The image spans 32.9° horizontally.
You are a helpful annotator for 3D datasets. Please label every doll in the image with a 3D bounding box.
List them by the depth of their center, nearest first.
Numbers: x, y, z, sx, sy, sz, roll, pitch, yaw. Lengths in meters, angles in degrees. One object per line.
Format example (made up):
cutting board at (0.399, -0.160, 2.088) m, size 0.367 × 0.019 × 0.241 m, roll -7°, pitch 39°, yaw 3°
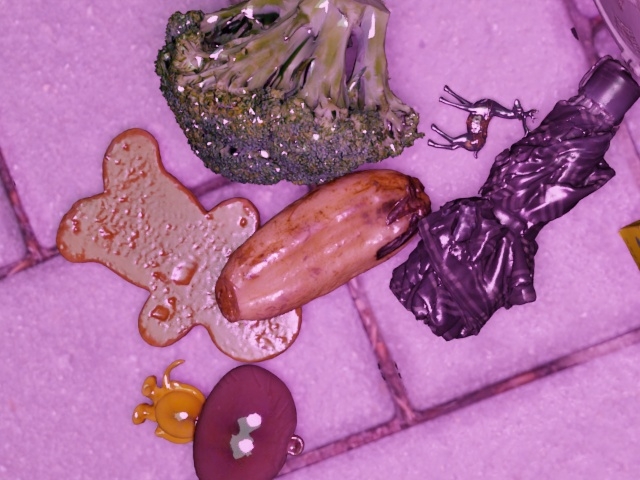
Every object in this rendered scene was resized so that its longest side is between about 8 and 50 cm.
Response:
doll at (-0.108, 0.195, 1.205) m, size 0.188 × 0.096 × 0.145 m, roll 39°, pitch 90°, yaw 15°

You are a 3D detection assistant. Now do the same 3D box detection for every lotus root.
lotus root at (0.000, 0.000, 1.160) m, size 0.258 × 0.097 × 0.110 m, roll -28°, pitch 114°, yaw -16°

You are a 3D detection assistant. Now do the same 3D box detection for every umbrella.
umbrella at (0.223, -0.031, 1.133) m, size 0.336 × 0.128 × 0.154 m, roll -41°, pitch 123°, yaw 2°

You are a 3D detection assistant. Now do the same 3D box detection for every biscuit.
biscuit at (-0.149, 0.025, 1.224) m, size 0.301 × 0.049 × 0.197 m, roll 37°, pitch 94°, yaw 6°

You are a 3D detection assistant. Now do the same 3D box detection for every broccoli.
broccoli at (-0.034, -0.162, 1.107) m, size 0.242 × 0.261 × 0.269 m, roll -55°, pitch 50°, yaw 25°

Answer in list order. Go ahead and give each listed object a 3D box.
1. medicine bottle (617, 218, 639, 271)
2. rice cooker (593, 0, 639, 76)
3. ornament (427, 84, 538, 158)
medicine bottle at (0.403, 0.017, 1.054) m, size 0.141 × 0.250 × 0.137 m, roll -25°, pitch 87°, yaw 5°
rice cooker at (0.394, -0.305, 1.031) m, size 0.277 × 0.288 × 0.288 m, roll -26°, pitch 88°, yaw 9°
ornament at (0.186, -0.124, 1.189) m, size 0.125 × 0.028 × 0.073 m, roll 14°, pitch 92°, yaw 8°
